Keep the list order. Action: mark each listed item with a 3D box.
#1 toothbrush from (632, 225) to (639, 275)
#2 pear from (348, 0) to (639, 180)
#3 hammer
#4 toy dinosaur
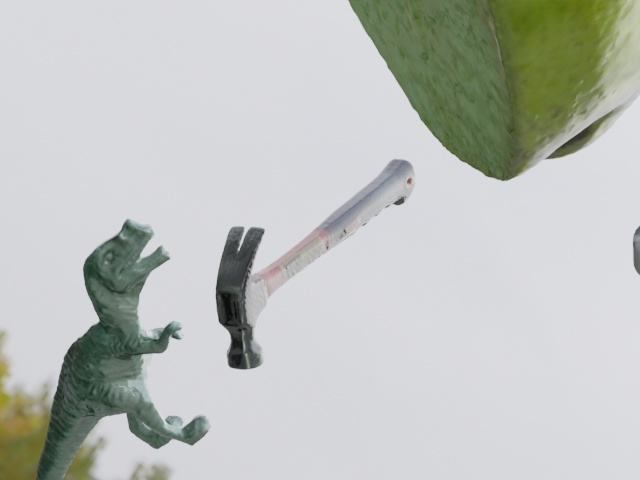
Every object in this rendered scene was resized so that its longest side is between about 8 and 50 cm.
[{"bbox_3d":[0.255,-0.083,0.923,0.030,0.342,0.025,31,-34,35],"label":"toothbrush"},{"bbox_3d":[0.101,-0.157,0.984,0.292,0.159,0.292,59,-12,20],"label":"pear"},{"bbox_3d":[0.001,0.000,1.701,0.033,0.287,0.111,7,-63,32],"label":"hammer"},{"bbox_3d":[-0.152,0.149,1.554,0.129,0.076,0.383,23,-55,6],"label":"toy dinosaur"}]
